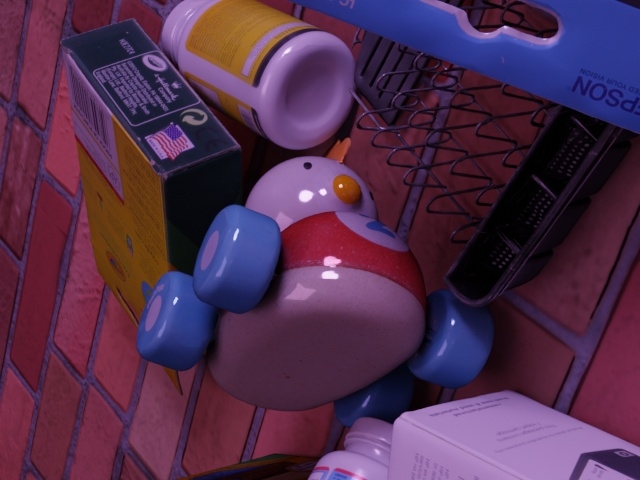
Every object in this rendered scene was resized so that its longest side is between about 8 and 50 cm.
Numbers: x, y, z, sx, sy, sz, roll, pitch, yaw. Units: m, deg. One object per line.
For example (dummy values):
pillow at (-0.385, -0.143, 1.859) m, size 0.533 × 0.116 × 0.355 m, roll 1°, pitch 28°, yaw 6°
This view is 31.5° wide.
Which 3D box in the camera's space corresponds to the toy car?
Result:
toy car at (0.000, 0.000, 0.908) m, size 0.210 × 0.219 × 0.238 m, roll -44°, pitch 32°, yaw 49°

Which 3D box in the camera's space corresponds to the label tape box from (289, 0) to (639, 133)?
label tape box at (0.147, -0.265, 0.632) m, size 0.249 × 0.115 × 0.347 m, roll 21°, pitch 120°, yaw 1°

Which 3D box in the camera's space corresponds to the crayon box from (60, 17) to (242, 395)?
crayon box at (-0.156, -0.024, 1.086) m, size 0.202 × 0.081 × 0.318 m, roll 51°, pitch 152°, yaw 32°

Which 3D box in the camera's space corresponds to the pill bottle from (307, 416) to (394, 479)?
pill bottle at (0.019, 0.218, 0.857) m, size 0.087 × 0.160 × 0.087 m, roll 25°, pitch 152°, yaw 14°

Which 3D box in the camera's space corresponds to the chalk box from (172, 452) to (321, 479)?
chalk box at (-0.087, 0.296, 0.936) m, size 0.179 × 0.289 × 0.180 m, roll -6°, pitch 89°, yaw 50°

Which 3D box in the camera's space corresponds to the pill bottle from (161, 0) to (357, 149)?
pill bottle at (-0.060, -0.155, 0.995) m, size 0.184 × 0.103 × 0.103 m, roll 33°, pitch 119°, yaw 43°

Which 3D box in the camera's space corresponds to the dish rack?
dish rack at (0.107, -0.113, 0.826) m, size 0.271 × 0.074 × 0.208 m, roll 54°, pitch 131°, yaw 31°

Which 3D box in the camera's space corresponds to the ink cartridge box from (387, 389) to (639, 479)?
ink cartridge box at (0.184, 0.257, 0.736) m, size 0.307 × 0.129 × 0.223 m, roll 21°, pitch 110°, yaw 47°
